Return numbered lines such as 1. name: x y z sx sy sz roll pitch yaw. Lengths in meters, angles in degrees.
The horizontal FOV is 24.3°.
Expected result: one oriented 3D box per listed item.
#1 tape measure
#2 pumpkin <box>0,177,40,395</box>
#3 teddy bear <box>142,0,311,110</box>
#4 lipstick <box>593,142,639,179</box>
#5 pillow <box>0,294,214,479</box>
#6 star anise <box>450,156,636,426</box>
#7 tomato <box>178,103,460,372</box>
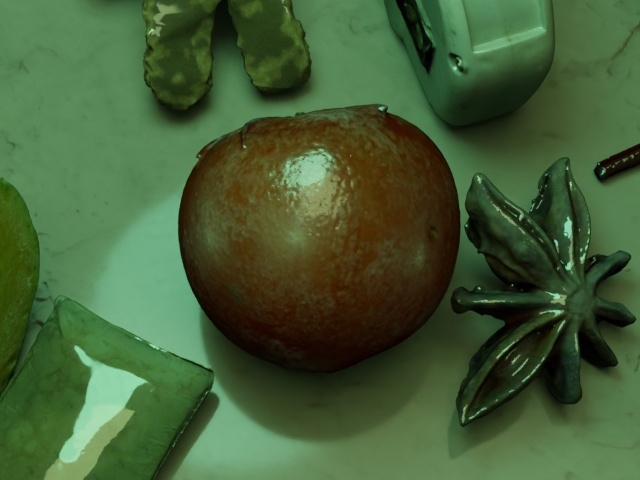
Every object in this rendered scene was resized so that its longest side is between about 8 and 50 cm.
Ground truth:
1. tape measure: 0.137 -0.259 1.483 0.130 0.258 0.265 -15 68 -8
2. pumpkin: -0.429 0.065 1.337 0.199 0.332 0.332 18 68 24
3. teddy bear: -0.132 -0.308 1.580 0.246 0.222 0.296 -10 111 -10
4. lipstick: 0.364 -0.104 1.545 0.177 0.027 0.027 -24 69 -8
5. pillow: -0.249 0.211 1.390 0.185 0.075 0.302 26 69 13
6. star anise: 0.207 0.045 1.437 0.199 0.111 0.257 -1 82 -26
7. tomato: 0.000 0.000 1.379 0.265 0.265 0.264 0 67 0
